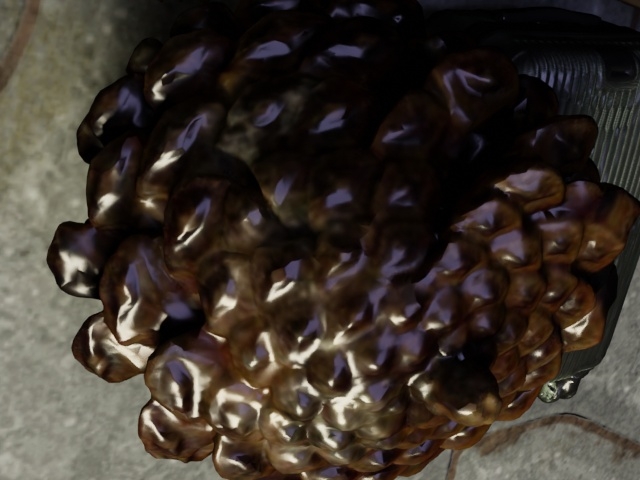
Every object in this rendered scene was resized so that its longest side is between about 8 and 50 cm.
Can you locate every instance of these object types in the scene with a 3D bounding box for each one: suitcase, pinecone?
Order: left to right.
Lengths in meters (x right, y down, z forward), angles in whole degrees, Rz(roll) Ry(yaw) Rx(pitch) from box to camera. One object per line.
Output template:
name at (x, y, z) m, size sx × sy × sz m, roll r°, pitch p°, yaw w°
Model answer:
pinecone at (-0.001, -0.002, 0.610) m, size 0.298 × 0.296 × 0.242 m, roll -43°, pitch 166°, yaw 7°
suitcase at (0.144, -0.015, 0.799) m, size 0.202 × 0.128 × 0.312 m, roll -6°, pitch 119°, yaw -34°

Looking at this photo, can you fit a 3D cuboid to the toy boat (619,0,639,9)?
toy boat at (0.188, -0.219, 0.717) m, size 0.321 × 0.121 × 0.089 m, roll 17°, pitch 111°, yaw -40°

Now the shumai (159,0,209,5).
shumai at (-0.090, -0.172, 0.585) m, size 0.087 × 0.124 × 0.099 m, roll 76°, pitch 36°, yaw -79°
